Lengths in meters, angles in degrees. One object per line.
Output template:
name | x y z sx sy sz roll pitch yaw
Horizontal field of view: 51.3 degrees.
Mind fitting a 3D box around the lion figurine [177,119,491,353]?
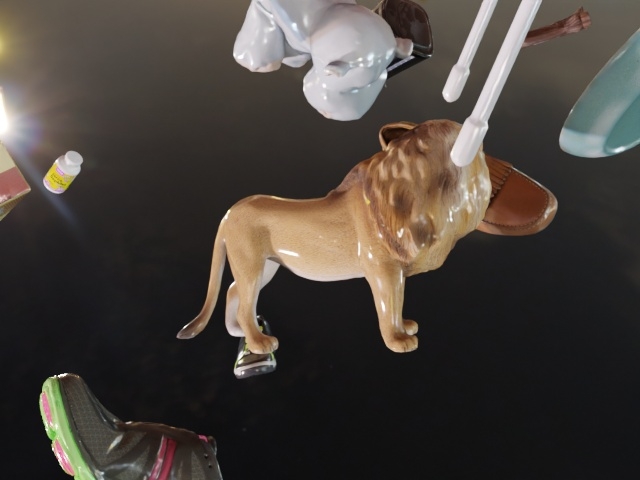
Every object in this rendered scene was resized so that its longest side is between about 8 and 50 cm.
lion figurine | 0.000 0.000 0.770 0.392 0.240 0.142 -5 -175 13

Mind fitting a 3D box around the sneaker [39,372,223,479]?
sneaker | -0.288 0.392 1.155 0.202 0.483 0.185 -48 -162 -26

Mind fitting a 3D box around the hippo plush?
hippo plush | 0.031 -0.315 0.961 0.234 0.294 0.236 -33 -111 -29

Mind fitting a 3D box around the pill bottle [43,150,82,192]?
pill bottle | -0.470 -0.127 1.222 0.043 0.083 0.043 33 -146 -26

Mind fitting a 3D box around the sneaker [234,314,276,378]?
sneaker | -0.140 0.208 1.358 0.084 0.097 0.234 -13 -173 -3

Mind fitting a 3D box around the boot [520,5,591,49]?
boot | 0.375 -0.342 1.087 0.114 0.037 0.106 -18 -171 20

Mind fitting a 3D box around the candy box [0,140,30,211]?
candy box | -0.451 -0.026 0.746 0.183 0.087 0.316 -35 -168 -29

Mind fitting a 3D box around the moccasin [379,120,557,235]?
moccasin | 0.263 -0.128 1.241 0.380 0.139 0.147 42 -175 37

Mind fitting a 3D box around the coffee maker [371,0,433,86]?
coffee maker | 0.110 -0.346 1.189 0.178 0.120 0.171 -19 -175 45

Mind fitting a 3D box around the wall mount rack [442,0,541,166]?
wall mount rack | 0.118 -0.245 0.519 0.130 0.304 0.350 -16 -158 17

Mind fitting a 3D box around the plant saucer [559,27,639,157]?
plant saucer | 0.431 -0.207 0.803 0.318 0.317 0.043 -18 -117 -37
